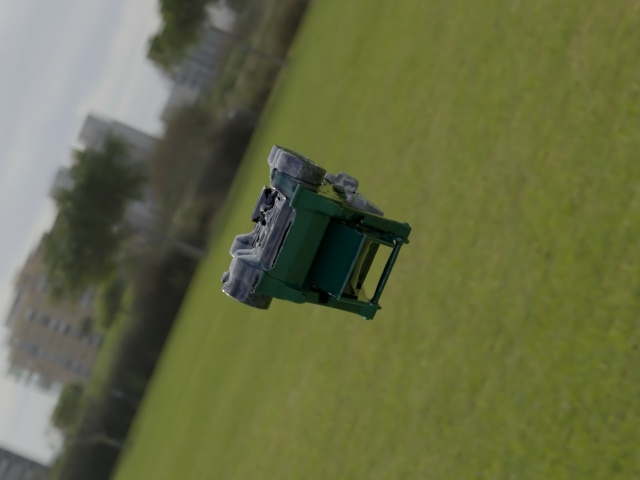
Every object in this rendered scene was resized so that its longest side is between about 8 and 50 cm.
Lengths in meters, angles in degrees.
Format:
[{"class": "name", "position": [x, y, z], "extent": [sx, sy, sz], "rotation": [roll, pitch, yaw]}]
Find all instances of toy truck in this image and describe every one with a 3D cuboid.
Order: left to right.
[{"class": "toy truck", "position": [0.000, 0.000, 1.258], "extent": [0.216, 0.116, 0.110], "rotation": [-108, 41, -83]}]
